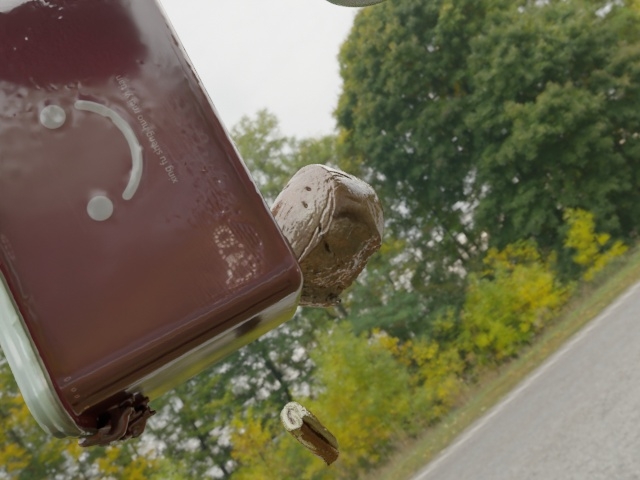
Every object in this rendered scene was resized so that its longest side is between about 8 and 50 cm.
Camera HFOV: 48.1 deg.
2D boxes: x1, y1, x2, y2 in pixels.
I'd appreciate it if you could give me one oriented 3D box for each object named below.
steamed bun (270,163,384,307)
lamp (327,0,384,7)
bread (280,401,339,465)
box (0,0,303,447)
[{"bbox_3d":[0.000,0.000,0.861,0.145,0.106,0.175,17,-79,-60],"label":"steamed bun"},{"bbox_3d":[0.034,-0.365,0.901,0.246,0.108,0.179,2,-22,-26],"label":"lamp"},{"bbox_3d":[-0.011,0.233,0.872,0.036,0.083,0.047,-41,32,-3],"label":"bread"},{"bbox_3d":[-0.138,-0.028,0.484,0.167,0.294,0.193,-26,-10,-12],"label":"box"}]
